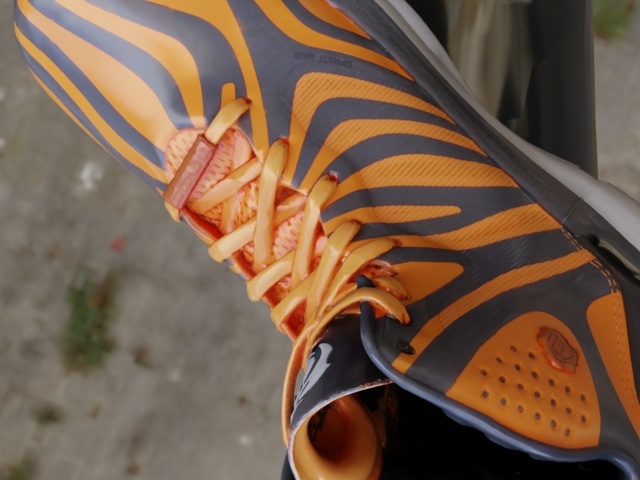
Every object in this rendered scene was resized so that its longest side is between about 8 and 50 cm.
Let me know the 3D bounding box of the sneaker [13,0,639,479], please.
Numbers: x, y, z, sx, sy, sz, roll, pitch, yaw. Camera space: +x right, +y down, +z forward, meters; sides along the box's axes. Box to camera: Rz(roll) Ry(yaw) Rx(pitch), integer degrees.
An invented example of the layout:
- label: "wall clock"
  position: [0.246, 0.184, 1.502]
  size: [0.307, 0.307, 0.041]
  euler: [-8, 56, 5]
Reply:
- label: "sneaker"
  position: [0.000, 0.000, 0.726]
  size: [0.321, 0.124, 0.180]
  euler: [31, -144, 5]

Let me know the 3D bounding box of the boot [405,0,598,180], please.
- label: "boot"
  position: [0.157, -0.139, 0.776]
  size: [0.146, 0.367, 0.445]
  euler: [-17, 176, -44]
